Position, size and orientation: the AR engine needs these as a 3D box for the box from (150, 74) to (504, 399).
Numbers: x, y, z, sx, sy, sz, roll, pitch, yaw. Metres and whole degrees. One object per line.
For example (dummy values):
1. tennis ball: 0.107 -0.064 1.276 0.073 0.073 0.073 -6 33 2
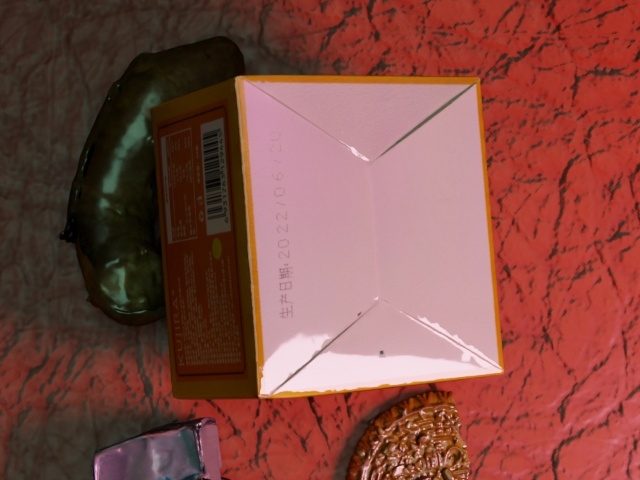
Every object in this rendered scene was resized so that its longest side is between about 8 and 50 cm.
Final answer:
1. box: 0.000 0.000 1.717 0.259 0.214 0.283 -3 88 -30

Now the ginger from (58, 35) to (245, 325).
1. ginger: -0.173 -0.069 1.811 0.133 0.107 0.309 11 79 13

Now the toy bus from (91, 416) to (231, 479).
1. toy bus: -0.138 0.332 1.771 0.138 0.112 0.317 -8 83 7

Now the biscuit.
1. biscuit: 0.086 0.253 1.824 0.126 0.025 0.206 -3 84 -2
